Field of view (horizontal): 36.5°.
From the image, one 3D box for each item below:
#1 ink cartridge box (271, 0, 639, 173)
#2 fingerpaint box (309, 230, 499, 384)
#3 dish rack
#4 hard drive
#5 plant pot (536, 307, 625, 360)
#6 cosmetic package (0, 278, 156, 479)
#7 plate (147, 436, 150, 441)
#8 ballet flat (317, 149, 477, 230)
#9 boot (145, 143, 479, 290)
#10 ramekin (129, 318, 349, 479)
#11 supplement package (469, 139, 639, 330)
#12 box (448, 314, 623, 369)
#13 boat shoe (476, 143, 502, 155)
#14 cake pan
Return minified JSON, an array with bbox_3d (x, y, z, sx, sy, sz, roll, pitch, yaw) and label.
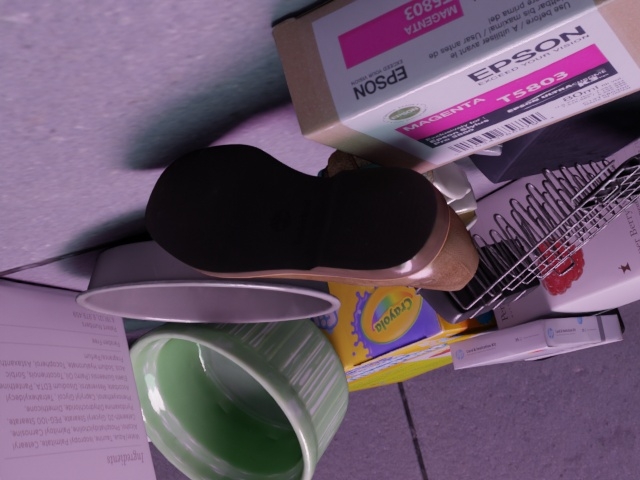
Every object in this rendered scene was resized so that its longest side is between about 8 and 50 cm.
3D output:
[{"bbox_3d":[0.117,-0.134,0.680,0.235,0.088,0.193,-21,166,26],"label":"ink cartridge box"},{"bbox_3d":[0.129,0.111,1.490,0.371,0.163,0.445,-4,162,-41],"label":"fingerpaint box"},{"bbox_3d":[0.235,-0.021,0.970,0.208,0.074,0.271,-13,153,-53],"label":"dish rack"},{"bbox_3d":[0.251,-0.124,0.922,0.172,0.054,0.254,-12,166,-12],"label":"hard drive"},{"bbox_3d":[0.362,0.104,1.635,0.167,0.187,0.188,-6,164,-42],"label":"plant pot"},{"bbox_3d":[-0.410,0.282,1.122,0.329,0.393,0.327,-20,165,15],"label":"cosmetic package"},{"bbox_3d":[-0.244,0.256,1.607,0.277,0.045,0.278,-5,-161,-31],"label":"plate"},{"bbox_3d":[0.099,-0.035,0.974,0.123,0.123,0.348,-18,168,14],"label":"ballet flat"},{"bbox_3d":[-0.016,-0.005,0.787,0.305,0.112,0.115,10,167,37],"label":"boot"},{"bbox_3d":[-0.108,0.208,1.346,0.303,0.303,0.148,-29,-168,44],"label":"ramekin"},{"bbox_3d":[0.355,-0.014,1.206,0.175,0.177,0.293,-3,162,-37],"label":"supplement package"},{"bbox_3d":[0.280,0.131,1.259,0.186,0.038,0.145,0,164,-45],"label":"box"},{"bbox_3d":[0.122,-0.104,0.908,0.100,0.035,0.035,9,177,6],"label":"boat shoe"},{"bbox_3d":[-0.124,0.049,1.089,0.293,0.054,0.293,0,168,0],"label":"cake pan"}]
